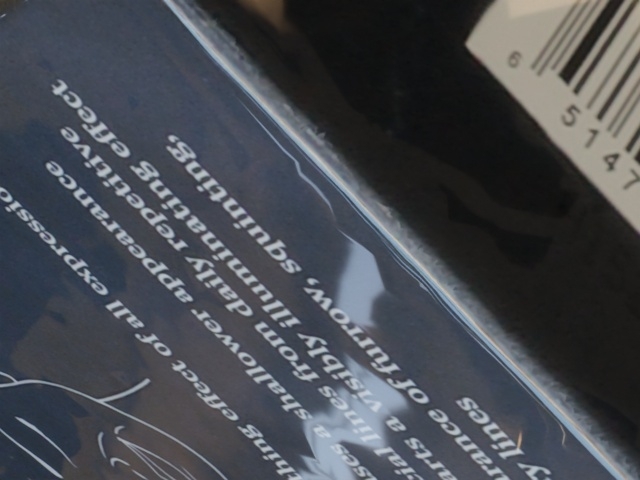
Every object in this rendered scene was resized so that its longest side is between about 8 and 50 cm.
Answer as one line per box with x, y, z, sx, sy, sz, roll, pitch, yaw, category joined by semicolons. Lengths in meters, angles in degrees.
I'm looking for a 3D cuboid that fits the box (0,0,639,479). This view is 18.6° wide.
0.000;0.000;0.637;0.293;0.395;0.212;46;-122;-17;box
